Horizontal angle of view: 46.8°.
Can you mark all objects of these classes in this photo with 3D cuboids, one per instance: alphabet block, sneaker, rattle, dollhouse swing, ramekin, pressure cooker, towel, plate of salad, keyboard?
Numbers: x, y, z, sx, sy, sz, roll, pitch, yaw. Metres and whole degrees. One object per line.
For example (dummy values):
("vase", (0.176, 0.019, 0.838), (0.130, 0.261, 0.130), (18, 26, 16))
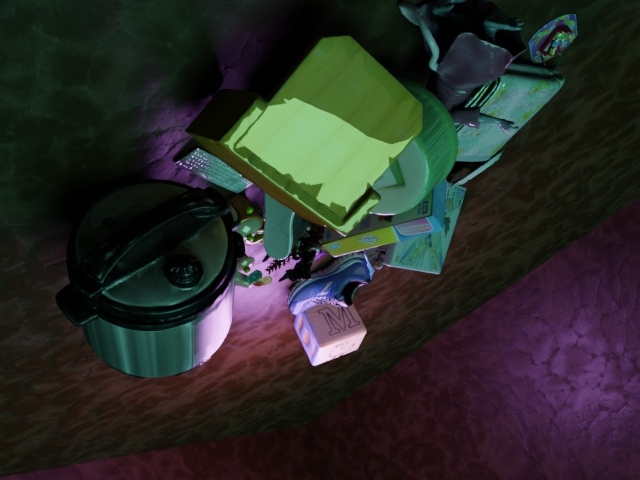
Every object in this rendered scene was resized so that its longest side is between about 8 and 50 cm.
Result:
("alphabet block", (0.033, 0.328, 2.786), (0.197, 0.193, 0.192), (-18, 156, -19))
("sneaker", (-0.079, -0.109, 1.920), (0.147, 0.105, 0.295), (-58, 161, -62))
("rattle", (-0.250, 0.133, 1.999), (0.130, 0.200, 0.142), (92, 21, -54))
("dollhouse swing", (-0.024, -0.236, 1.529), (0.347, 0.315, 0.305), (35, 85, -30))
("ramekin", (0.144, -0.204, 1.675), (0.148, 0.303, 0.303), (-51, 178, -45))
("sneaker", (0.029, 0.174, 2.529), (0.330, 0.147, 0.130), (-33, 155, 20))
("pressure cooker", (-0.362, 0.070, 1.642), (0.376, 0.369, 0.420), (7, 146, -5))
("towel", (0.458, -0.337, 1.987), (0.375, 0.090, 0.320), (-9, 153, -47))
("plate of salad", (0.476, -0.230, 2.274), (0.200, 0.048, 0.200), (-35, 179, -1))
("keyboard", (-0.241, -0.163, 1.754), (0.072, 0.014, 0.256), (-35, 154, 17))

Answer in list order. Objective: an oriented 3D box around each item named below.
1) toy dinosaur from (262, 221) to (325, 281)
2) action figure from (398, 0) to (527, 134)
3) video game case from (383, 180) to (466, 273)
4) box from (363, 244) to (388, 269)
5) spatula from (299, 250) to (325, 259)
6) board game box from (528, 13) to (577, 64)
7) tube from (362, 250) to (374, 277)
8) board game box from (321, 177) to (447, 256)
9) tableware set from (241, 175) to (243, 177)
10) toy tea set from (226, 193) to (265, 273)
("toy dinosaur", (-0.049, 0.018, 2.141), (0.218, 0.164, 0.321), (-46, 164, -53))
("action figure", (0.301, -0.352, 1.645), (0.276, 0.248, 0.370), (-16, 151, -20))
("video game case", (0.333, -0.051, 2.314), (0.329, 0.036, 0.299), (10, 98, -54))
("box", (0.230, -0.006, 2.418), (0.207, 0.114, 0.036), (-40, 153, 26))
("spatula", (0.000, 0.000, 2.297), (0.084, 0.030, 0.296), (-10, 151, -28))
("board game box", (0.608, -0.508, 1.903), (0.133, 0.033, 0.169), (-31, 156, 10))
("tube", (0.172, 0.073, 2.600), (0.080, 0.052, 0.207), (-18, 149, -20))
("board game box", (0.165, -0.102, 1.885), (0.317, 0.242, 0.064), (-14, 139, 32))
("tableware set", (-0.145, -0.151, 1.756), (0.154, 0.104, 0.024), (7, 105, -63))
("toy tea set", (-0.222, 0.006, 1.971), (0.200, 0.124, 0.336), (-28, 156, 3))
